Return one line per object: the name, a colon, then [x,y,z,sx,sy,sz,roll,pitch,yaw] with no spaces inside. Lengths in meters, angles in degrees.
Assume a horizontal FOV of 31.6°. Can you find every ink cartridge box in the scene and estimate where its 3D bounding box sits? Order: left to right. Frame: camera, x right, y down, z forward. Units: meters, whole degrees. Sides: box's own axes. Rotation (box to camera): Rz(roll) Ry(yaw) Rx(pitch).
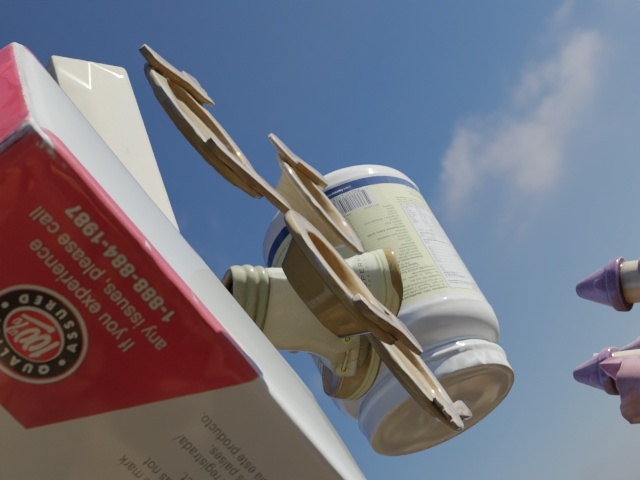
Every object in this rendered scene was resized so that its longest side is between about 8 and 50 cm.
ink cartridge box: [-0.201,0.141,0.525,0.385,0.160,0.279,-37,-61,-1]

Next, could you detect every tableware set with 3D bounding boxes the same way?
tableware set: [0.000,0.000,0.420,0.020,0.168,0.141,-40,-30,6]

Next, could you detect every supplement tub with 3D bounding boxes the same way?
supplement tub: [0.085,0.089,1.464,0.236,0.324,0.235,-20,-33,-13]

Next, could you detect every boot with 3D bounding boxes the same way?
boot: [-0.023,0.087,1.058,0.165,0.077,0.213,-5,-36,-15]

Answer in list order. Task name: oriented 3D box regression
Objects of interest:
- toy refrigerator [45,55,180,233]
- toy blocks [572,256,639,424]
toy refrigerator: [-0.226,-0.055,1.129,0.094,0.269,0.102,5,-43,-34]
toy blocks: [0.381,0.149,1.180,0.260,0.308,0.289,-10,0,31]
